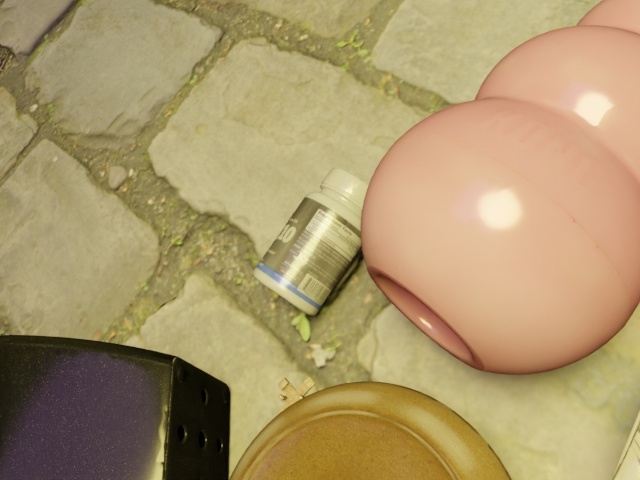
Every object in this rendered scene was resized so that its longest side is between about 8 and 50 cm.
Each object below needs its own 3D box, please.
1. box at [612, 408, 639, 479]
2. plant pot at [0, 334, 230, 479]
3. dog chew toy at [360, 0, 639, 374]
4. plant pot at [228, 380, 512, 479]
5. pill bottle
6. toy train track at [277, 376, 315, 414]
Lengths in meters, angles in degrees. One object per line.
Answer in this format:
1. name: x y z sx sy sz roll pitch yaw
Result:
1. box: 0.313 0.164 0.293 0.275 0.113 0.094 22 80 37
2. plant pot: -0.186 0.192 0.526 0.167 0.188 0.187 -10 61 12
3. dog chew toy: 0.187 -0.062 0.429 0.332 0.206 0.207 -46 53 -7
4. plant pot: 0.018 0.208 0.375 0.236 0.032 0.236 -13 59 22
5. pill bottle: 0.000 0.000 0.571 0.078 0.078 0.137 30 83 37
6. toy train track: -0.016 0.162 0.540 0.048 0.014 0.083 -49 53 0
